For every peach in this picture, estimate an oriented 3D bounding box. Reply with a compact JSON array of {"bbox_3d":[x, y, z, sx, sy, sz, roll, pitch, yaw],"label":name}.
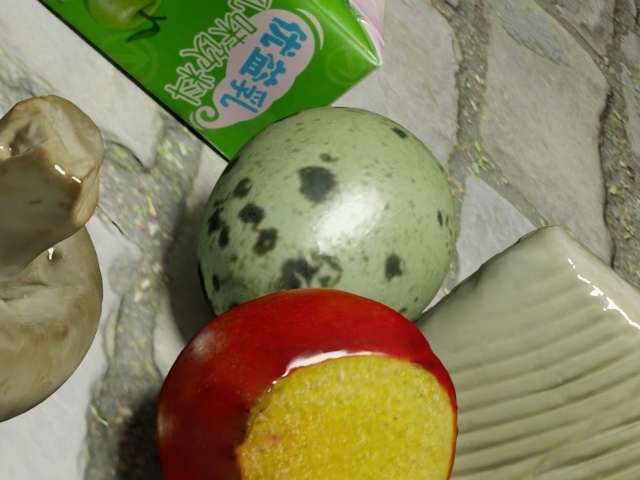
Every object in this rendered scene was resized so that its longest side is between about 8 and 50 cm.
[{"bbox_3d":[-0.006,0.120,1.215,0.190,0.190,0.192,52,8,-3],"label":"peach"}]

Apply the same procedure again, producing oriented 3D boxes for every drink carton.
[{"bbox_3d":[-0.091,-0.201,1.478,0.271,0.161,0.108,40,30,-25],"label":"drink carton"}]

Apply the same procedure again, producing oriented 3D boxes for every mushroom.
[{"bbox_3d":[-0.193,-0.004,1.050,0.204,0.204,0.204,38,31,-28],"label":"mushroom"}]

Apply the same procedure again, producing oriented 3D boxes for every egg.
[{"bbox_3d":[0.000,0.000,1.379,0.177,0.177,0.228,52,39,-4],"label":"egg"}]

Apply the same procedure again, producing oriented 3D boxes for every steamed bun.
[{"bbox_3d":[0.218,0.193,1.429,0.383,0.247,0.236,57,16,19],"label":"steamed bun"}]
